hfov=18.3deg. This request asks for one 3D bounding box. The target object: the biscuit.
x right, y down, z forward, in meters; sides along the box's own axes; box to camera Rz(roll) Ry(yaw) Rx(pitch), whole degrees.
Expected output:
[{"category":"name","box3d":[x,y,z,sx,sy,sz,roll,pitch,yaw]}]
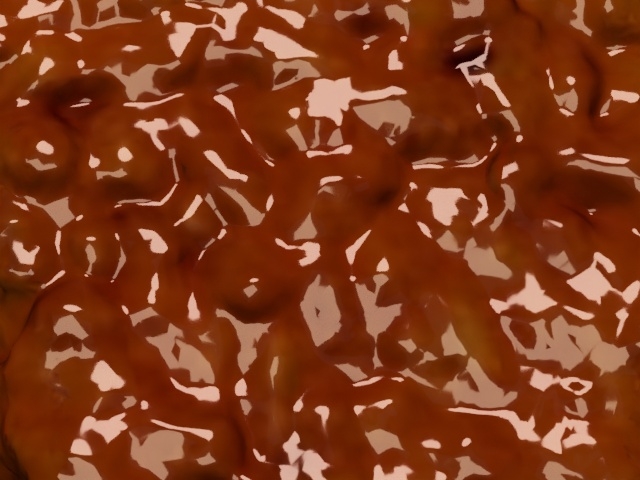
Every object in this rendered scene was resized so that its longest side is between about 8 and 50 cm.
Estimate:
[{"category":"biscuit","box3d":[0.000,0.000,0.784,0.318,0.110,0.312,-9,69,-7]}]
